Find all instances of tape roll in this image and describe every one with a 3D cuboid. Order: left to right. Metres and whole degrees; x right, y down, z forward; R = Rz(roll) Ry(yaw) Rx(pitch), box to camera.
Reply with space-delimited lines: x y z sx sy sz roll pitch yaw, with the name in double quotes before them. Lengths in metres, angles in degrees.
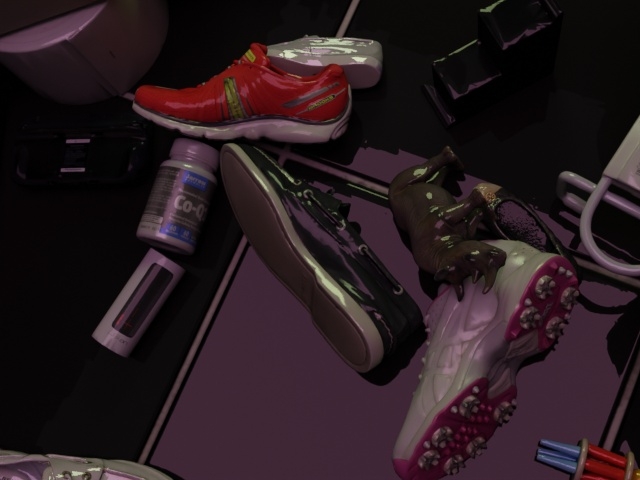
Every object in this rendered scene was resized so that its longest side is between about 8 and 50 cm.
"tape roll" -0.347 -0.327 1.167 0.246 0.169 0.246 -3 74 10

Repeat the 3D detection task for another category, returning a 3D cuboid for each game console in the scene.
"game console" -0.405 -0.108 1.187 0.362 0.044 0.213 -1 77 11

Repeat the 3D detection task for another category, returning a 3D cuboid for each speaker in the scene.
"speaker" -0.230 0.079 1.097 0.055 0.055 0.136 31 83 17

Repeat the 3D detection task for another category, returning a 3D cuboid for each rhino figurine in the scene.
"rhino figurine" 0.147 -0.015 0.996 0.106 0.073 0.243 -35 39 11

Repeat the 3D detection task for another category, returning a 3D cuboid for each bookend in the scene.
"bookend" 0.201 -0.226 1.045 0.157 0.156 0.072 -29 72 3

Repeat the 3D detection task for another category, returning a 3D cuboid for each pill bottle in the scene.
"pill bottle" -0.178 -0.056 1.111 0.078 0.078 0.137 14 79 14

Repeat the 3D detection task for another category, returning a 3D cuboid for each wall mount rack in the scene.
"wall mount rack" 0.455 -0.072 0.979 0.304 0.130 0.350 33 83 20

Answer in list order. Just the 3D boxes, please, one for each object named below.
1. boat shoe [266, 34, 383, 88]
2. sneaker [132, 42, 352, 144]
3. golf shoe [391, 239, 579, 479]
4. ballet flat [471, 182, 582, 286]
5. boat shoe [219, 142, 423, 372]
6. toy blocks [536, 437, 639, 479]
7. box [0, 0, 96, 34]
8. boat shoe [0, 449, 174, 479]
"boat shoe" -0.008 -0.241 1.140 0.184 0.066 0.063 0 56 16
"sneaker" -0.099 -0.192 1.103 0.279 0.107 0.118 2 108 2
"golf shoe" 0.166 0.134 0.996 0.306 0.115 0.140 -55 44 -1
"ballet flat" 0.248 -0.010 1.034 0.057 0.049 0.173 -42 72 -3
"boat shoe" 0.001 -0.002 1.049 0.113 0.127 0.340 -25 58 -26
"toy blocks" 0.303 0.284 0.943 0.148 0.054 0.123 14 78 14
"box" -0.405 -0.333 1.027 0.311 0.121 0.147 -19 72 6
"boat shoe" -0.306 0.305 1.028 0.277 0.096 0.098 3 75 11
